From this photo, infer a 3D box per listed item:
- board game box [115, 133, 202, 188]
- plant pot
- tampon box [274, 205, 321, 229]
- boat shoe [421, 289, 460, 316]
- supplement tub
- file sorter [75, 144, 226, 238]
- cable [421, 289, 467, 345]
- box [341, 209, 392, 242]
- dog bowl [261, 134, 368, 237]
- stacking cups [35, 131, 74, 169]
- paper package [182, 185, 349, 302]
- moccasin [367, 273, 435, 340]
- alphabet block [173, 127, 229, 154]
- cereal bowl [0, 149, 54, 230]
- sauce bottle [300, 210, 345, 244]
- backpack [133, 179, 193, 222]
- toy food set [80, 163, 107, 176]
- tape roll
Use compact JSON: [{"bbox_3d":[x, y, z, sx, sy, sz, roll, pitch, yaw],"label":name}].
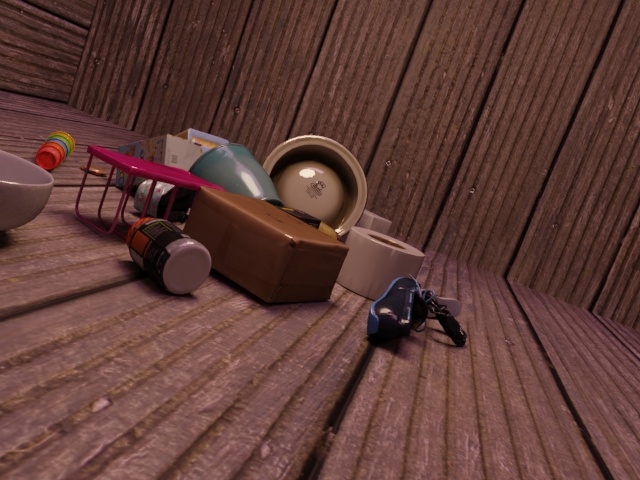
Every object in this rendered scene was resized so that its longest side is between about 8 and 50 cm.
[{"bbox_3d":[-0.532,-0.244,2.042,0.275,0.144,0.142,-2,-8,41],"label":"board game box"},{"bbox_3d":[-0.252,-0.126,1.963,0.255,0.271,0.272,44,21,31],"label":"plant pot"},{"bbox_3d":[-0.092,-0.010,1.864,0.101,0.161,0.120,26,10,30],"label":"tampon box"},{"bbox_3d":[0.332,0.192,1.906,0.229,0.080,0.076,10,-3,-38],"label":"boat shoe"},{"bbox_3d":[-0.322,0.025,1.296,0.117,0.117,0.190,11,14,-45],"label":"supplement tub"},{"bbox_3d":[-0.434,-0.099,1.572,0.202,0.182,0.291,26,10,38],"label":"file sorter"},{"bbox_3d":[0.334,0.212,1.693,0.184,0.047,0.150,46,4,-32],"label":"cable"},{"bbox_3d":[0.157,-0.032,2.474,0.119,0.181,0.181,12,13,-46],"label":"box"},{"bbox_3d":[-0.039,-0.176,2.320,0.408,0.407,0.150,19,-11,-7],"label":"dog bowl"},{"bbox_3d":[-0.873,-0.286,2.048,0.096,0.096,0.316,17,14,-21],"label":"stacking cups"},{"bbox_3d":[-0.137,0.015,1.566,0.325,0.168,0.309,28,9,28],"label":"paper package"},{"bbox_3d":[0.212,0.184,1.548,0.117,0.137,0.342,9,18,20],"label":"moccasin"},{"bbox_3d":[-0.477,-0.287,2.345,0.192,0.193,0.197,14,-18,-42],"label":"alphabet block"},{"bbox_3d":[-0.686,-0.098,1.147,0.339,0.141,0.339,21,9,-3],"label":"cereal bowl"},{"bbox_3d":[0.000,0.000,2.089,0.111,0.111,0.344,27,-3,34],"label":"sauce bottle"},{"bbox_3d":[-0.461,-0.122,1.841,0.115,0.151,0.182,17,20,16],"label":"backpack"},{"bbox_3d":[-0.785,-0.244,2.164,0.083,0.020,0.083,26,10,30],"label":"toy food set"},{"bbox_3d":[0.178,0.077,1.924,0.246,0.169,0.246,21,9,-3],"label":"tape roll"}]
